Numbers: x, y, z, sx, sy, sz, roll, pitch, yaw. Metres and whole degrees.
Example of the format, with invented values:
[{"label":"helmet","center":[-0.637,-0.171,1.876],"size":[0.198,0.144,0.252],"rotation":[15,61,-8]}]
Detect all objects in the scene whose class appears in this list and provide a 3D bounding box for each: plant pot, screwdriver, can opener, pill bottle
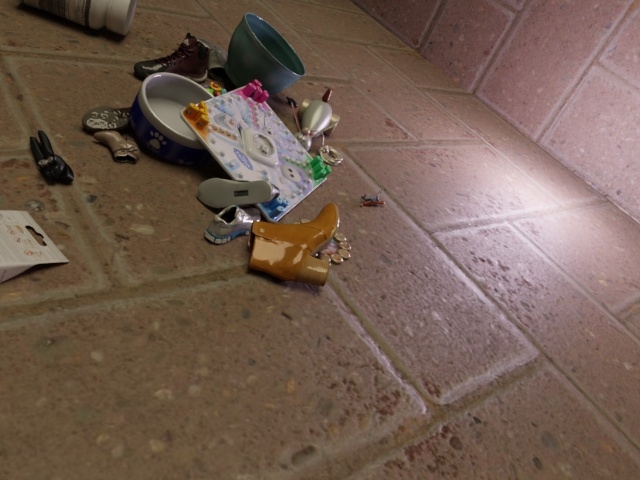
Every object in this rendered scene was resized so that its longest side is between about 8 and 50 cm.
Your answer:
[{"label":"plant pot","center":[-0.226,-0.647,2.059],"size":[0.293,0.196,0.293],"rotation":[40,26,-24]},{"label":"screwdriver","center":[-0.138,-0.568,2.207],"size":[0.024,0.025,0.170],"rotation":[-8,48,-41]},{"label":"can opener","center":[-0.656,-0.201,1.350],"size":[0.059,0.073,0.186],"rotation":[-38,60,-12]},{"label":"pill bottle","center":[-0.839,-0.861,1.960],"size":[0.360,0.204,0.204],"rotation":[16,35,-16]}]

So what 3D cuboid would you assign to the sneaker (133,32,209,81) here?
[{"label":"sneaker","center":[-0.496,-0.633,1.924],"size":[0.106,0.163,0.281],"rotation":[44,37,24]}]

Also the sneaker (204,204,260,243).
[{"label":"sneaker","center":[-0.208,-0.056,1.426],"size":[0.071,0.083,0.190],"rotation":[35,33,15]}]

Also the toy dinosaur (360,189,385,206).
[{"label":"toy dinosaur","center":[0.171,-0.124,1.832],"size":[0.082,0.047,0.090],"rotation":[28,66,-14]}]

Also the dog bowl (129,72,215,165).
[{"label":"dog bowl","center":[-0.399,-0.345,1.604],"size":[0.264,0.104,0.265],"rotation":[25,41,-24]}]

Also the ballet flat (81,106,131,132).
[{"label":"ballet flat","center":[-0.563,-0.346,1.604],"size":[0.084,0.058,0.249],"rotation":[51,43,5]}]

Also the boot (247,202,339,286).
[{"label":"boot","center":[-0.071,-0.021,1.436],"size":[0.211,0.104,0.295],"rotation":[19,44,-9]}]

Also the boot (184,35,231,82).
[{"label":"boot","center":[-0.424,-0.683,2.136],"size":[0.189,0.076,0.209],"rotation":[9,44,-22]}]

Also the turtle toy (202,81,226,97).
[{"label":"turtle toy","center":[-0.368,-0.494,1.913],"size":[0.095,0.066,0.130],"rotation":[29,34,4]}]

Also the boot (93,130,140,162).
[{"label":"boot","center":[-0.538,-0.245,1.493],"size":[0.118,0.042,0.087],"rotation":[3,48,-21]}]

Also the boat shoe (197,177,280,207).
[{"label":"boat shoe","center":[-0.213,-0.121,1.474],"size":[0.219,0.078,0.070],"rotation":[3,2,18]}]

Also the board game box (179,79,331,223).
[{"label":"board game box","center":[-0.166,-0.280,1.657],"size":[0.390,0.050,0.390],"rotation":[50,34,-4]}]

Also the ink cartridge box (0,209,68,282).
[{"label":"ink cartridge box","center":[-0.638,0.009,1.092],"size":[0.181,0.056,0.224],"rotation":[42,18,21]}]

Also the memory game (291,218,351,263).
[{"label":"memory game","center":[0.000,0.000,1.554],"size":[0.186,0.012,0.186],"rotation":[19,35,-13]}]

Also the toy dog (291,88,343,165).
[{"label":"toy dog","center":[-0.012,-0.428,1.983],"size":[0.220,0.161,0.334],"rotation":[13,36,-19]}]
